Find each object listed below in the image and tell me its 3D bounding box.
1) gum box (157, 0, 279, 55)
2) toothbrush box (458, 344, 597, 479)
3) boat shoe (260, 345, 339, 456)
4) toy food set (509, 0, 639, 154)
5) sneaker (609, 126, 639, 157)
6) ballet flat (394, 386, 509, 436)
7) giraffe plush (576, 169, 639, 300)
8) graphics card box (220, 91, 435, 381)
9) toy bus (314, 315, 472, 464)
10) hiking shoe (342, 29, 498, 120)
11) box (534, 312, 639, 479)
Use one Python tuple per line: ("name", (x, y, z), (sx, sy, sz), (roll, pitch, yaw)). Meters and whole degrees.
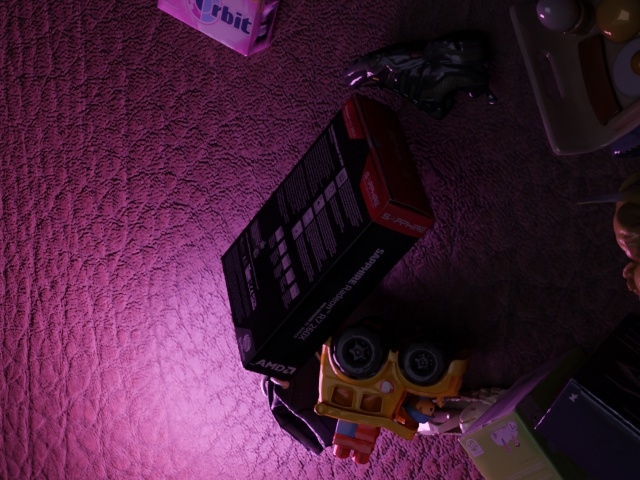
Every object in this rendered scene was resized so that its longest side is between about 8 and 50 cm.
("gum box", (-0.147, -0.362, 2.003), (0.188, 0.062, 0.107), (31, 128, 22))
("toothbrush box", (0.355, 0.322, 1.870), (0.283, 0.206, 0.122), (53, 132, 2))
("boat shoe", (-0.047, 0.180, 2.124), (0.340, 0.158, 0.127), (47, 148, 9))
("toy food set", (0.361, -0.266, 1.576), (0.306, 0.092, 0.220), (-37, 56, 43))
("sneaker", (0.459, -0.211, 1.604), (0.319, 0.112, 0.131), (-34, 73, 40))
("ballet flat", (0.213, 0.271, 2.041), (0.241, 0.077, 0.091), (-8, 106, 39))
("giraffe plush", (0.439, 0.017, 1.691), (0.210, 0.181, 0.170), (2, 121, 46))
("graphics card box", (0.000, 0.000, 1.934), (0.371, 0.094, 0.233), (-49, 38, 30))
("toy bus", (0.099, 0.228, 1.993), (0.220, 0.149, 0.211), (11, 93, 11))
("hiking shoe", (0.130, -0.214, 1.850), (0.227, 0.086, 0.114), (-5, 106, 38))
("box", (0.404, 0.215, 1.776), (0.153, 0.207, 0.108), (39, 130, 15))
